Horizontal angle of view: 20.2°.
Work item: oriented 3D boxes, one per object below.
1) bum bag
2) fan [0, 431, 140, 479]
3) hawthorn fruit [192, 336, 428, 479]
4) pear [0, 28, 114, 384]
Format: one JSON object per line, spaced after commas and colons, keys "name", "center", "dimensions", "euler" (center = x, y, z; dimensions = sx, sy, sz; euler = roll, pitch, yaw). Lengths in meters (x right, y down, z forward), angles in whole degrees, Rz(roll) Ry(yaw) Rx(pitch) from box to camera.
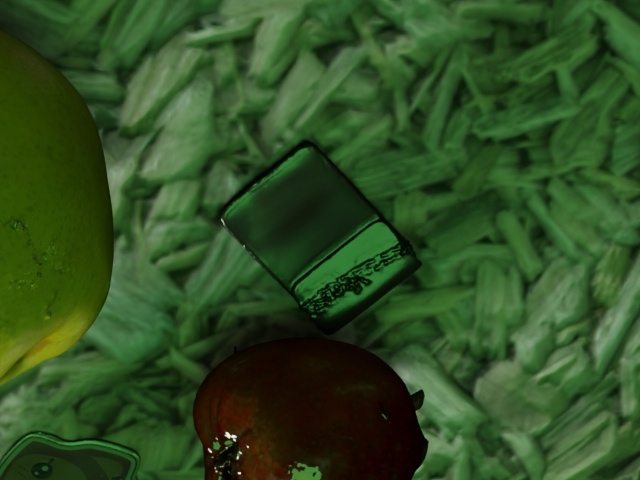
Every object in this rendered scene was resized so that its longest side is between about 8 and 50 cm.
{"name": "bum bag", "center": [0.000, 0.000, 1.509], "dimensions": [0.109, 0.026, 0.159], "euler": [-40, 117, 9]}
{"name": "fan", "center": [-0.266, 0.224, 1.571], "dimensions": [0.220, 0.009, 0.132], "euler": [6, 112, -16]}
{"name": "hawthorn fruit", "center": [0.002, 0.162, 1.509], "dimensions": [0.202, 0.185, 0.185], "euler": [-15, 119, -22]}
{"name": "pear", "center": [-0.300, -0.045, 1.310], "dimensions": [0.285, 0.285, 0.336], "euler": [-16, 78, -4]}
